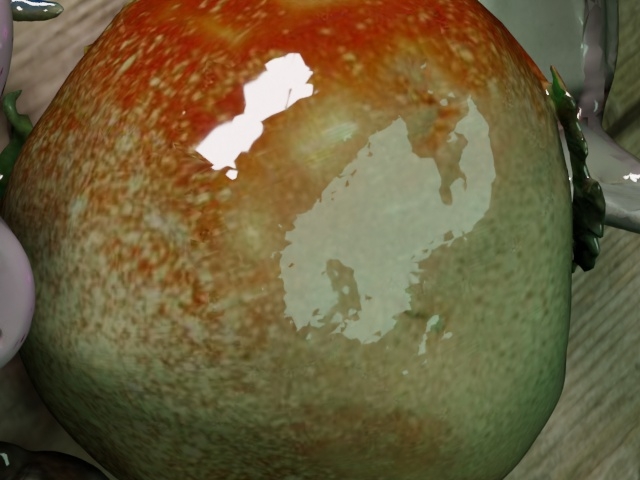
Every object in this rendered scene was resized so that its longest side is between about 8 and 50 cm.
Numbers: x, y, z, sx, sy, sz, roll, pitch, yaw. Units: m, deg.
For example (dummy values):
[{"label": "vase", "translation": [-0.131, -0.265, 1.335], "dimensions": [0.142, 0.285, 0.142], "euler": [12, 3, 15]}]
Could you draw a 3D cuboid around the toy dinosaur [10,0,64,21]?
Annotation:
[{"label": "toy dinosaur", "translation": [-0.183, -0.226, 0.801], "dimensions": [0.247, 0.075, 0.188], "euler": [41, 66, -31]}]

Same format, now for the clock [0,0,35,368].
[{"label": "clock", "translation": [-0.262, -0.061, 0.675], "dimensions": [0.295, 0.113, 0.322], "euler": [-22, 116, -18]}]

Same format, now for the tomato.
[{"label": "tomato", "translation": [0.000, 0.000, 0.884], "dimensions": [0.303, 0.239, 0.303], "euler": [-8, 104, -38]}]

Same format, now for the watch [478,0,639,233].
[{"label": "watch", "translation": [0.178, -0.128, 1.028], "dimensions": [0.161, 0.241, 0.253], "euler": [-19, 109, -38]}]

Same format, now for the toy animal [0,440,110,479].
[{"label": "toy animal", "translation": [-0.197, 0.156, 0.817], "dimensions": [0.233, 0.121, 0.169], "euler": [28, 61, -32]}]
